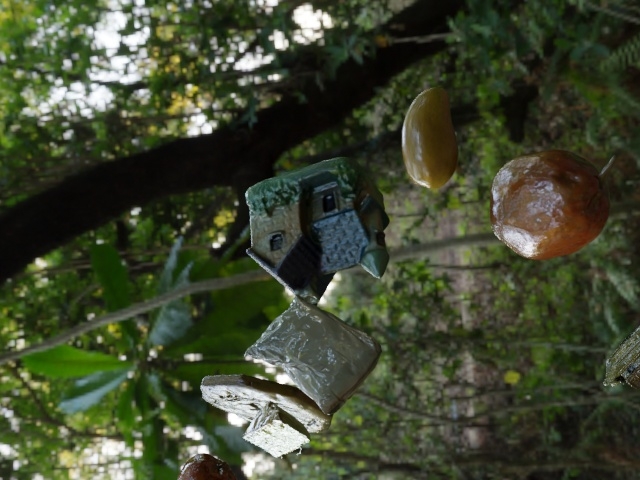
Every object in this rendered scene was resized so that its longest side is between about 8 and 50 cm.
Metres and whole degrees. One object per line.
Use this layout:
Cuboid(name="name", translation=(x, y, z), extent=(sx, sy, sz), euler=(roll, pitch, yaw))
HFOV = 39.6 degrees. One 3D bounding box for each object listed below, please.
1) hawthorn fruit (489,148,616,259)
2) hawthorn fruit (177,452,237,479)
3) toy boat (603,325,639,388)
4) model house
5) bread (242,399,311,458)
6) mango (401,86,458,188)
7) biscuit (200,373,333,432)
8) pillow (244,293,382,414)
Cuboid(name="hawthorn fruit", translation=(0.439, -0.080, 1.643), extent=(0.262, 0.211, 0.210), euler=(-35, 50, 54))
Cuboid(name="hawthorn fruit", translation=(-0.237, 0.496, 1.805), extent=(0.125, 0.140, 0.125), euler=(34, -145, -28))
Cuboid(name="toy boat", translation=(0.674, 0.224, 1.826), extent=(0.068, 0.226, 0.088), euler=(12, -147, -50))
Cuboid(name="model house", translation=(0.000, 0.000, 2.117), extent=(0.245, 0.312, 0.280), euler=(51, -151, -51))
Cuboid(name="bread", translation=(-0.067, 0.320, 1.441), extent=(0.080, 0.084, 0.109), euler=(-56, 12, -4))
Cuboid(name="mango", translation=(0.198, -0.185, 1.607), extent=(0.085, 0.102, 0.183), euler=(-71, -20, -82))
Cuboid(name="biscuit", translation=(-0.134, 0.414, 2.229), extent=(0.359, 0.359, 0.046), euler=(70, -149, -61))
Cuboid(name="pillow", translation=(-0.016, 0.200, 1.607), extent=(0.173, 0.270, 0.067), euler=(-41, -49, -23))
